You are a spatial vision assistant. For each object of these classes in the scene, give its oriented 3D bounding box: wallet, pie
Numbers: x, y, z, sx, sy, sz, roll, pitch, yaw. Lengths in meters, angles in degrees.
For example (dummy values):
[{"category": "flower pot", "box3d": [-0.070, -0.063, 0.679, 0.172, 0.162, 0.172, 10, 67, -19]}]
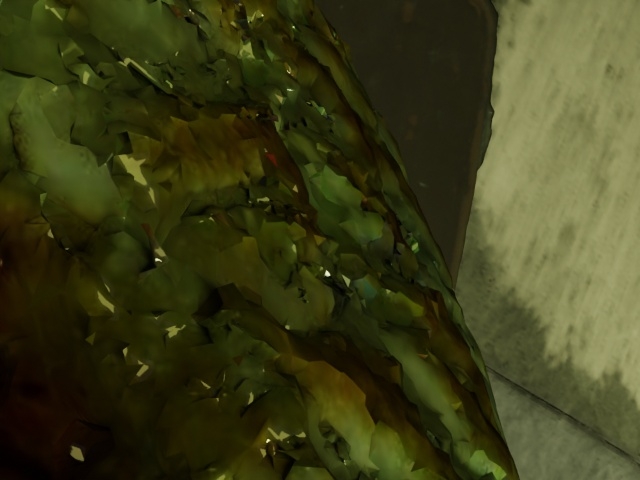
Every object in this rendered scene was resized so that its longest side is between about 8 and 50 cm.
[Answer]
[{"category": "wallet", "box3d": [0.000, 0.000, 0.741, 0.165, 0.042, 0.309, 15, 84, -33]}, {"category": "pie", "box3d": [-0.029, 0.047, 0.503, 0.395, 0.180, 0.418, 60, 21, -63]}]
